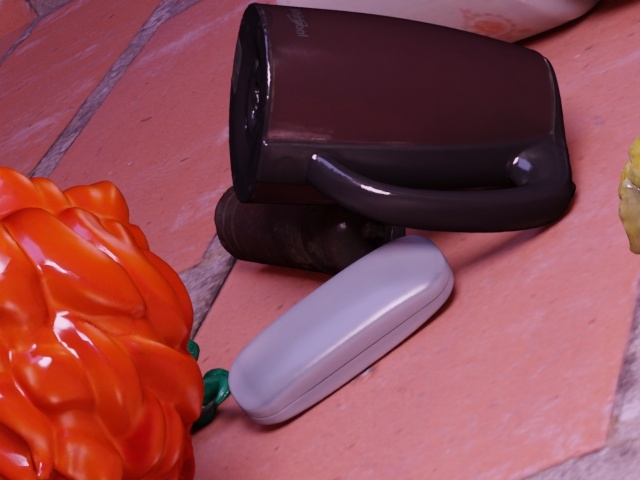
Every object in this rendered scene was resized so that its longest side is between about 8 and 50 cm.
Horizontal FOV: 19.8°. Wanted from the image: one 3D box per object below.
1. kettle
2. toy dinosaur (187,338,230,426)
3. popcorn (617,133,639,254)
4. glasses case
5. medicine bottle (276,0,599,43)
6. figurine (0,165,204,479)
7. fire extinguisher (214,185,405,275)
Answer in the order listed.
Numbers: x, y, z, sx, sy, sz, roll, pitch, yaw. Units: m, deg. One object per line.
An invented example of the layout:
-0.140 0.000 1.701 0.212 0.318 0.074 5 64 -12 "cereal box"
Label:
0.062 -0.083 1.315 0.232 0.144 0.202 2 33 -12 "kettle"
-0.107 0.127 1.349 0.132 0.059 0.096 -30 27 40 "toy dinosaur"
0.234 -0.028 1.008 0.141 0.135 0.162 -13 66 10 "popcorn"
0.014 0.062 1.286 0.178 0.045 0.067 -37 38 1 "glasses case"
0.147 -0.277 1.617 0.371 0.211 0.211 -16 27 43 "medicine bottle"
-0.245 0.147 1.148 0.411 0.306 0.241 -34 29 9 "figurine"
0.000 0.000 1.441 0.267 0.072 0.089 7 81 62 "fire extinguisher"
